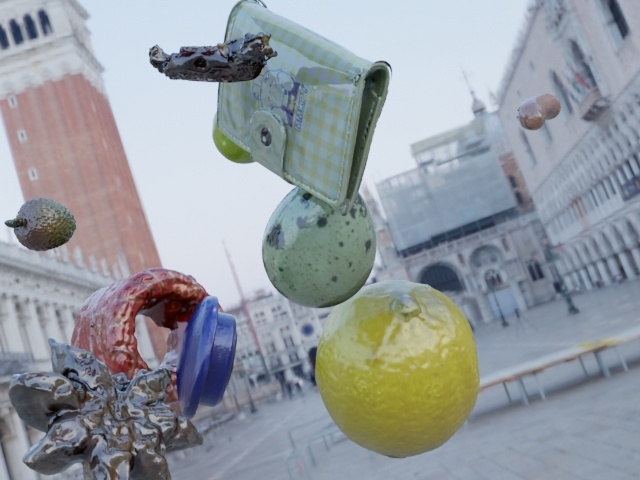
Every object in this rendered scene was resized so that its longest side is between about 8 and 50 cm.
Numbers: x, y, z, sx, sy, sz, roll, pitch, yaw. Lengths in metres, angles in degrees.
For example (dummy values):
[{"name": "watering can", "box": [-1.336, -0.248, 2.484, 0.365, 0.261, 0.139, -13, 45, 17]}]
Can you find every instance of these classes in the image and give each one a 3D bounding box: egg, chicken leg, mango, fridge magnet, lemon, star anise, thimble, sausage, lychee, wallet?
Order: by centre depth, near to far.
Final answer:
[{"name": "chicken leg", "box": [-0.117, -0.221, 0.917, 0.106, 0.051, 0.253, -4, 8, -37]}, {"name": "wallet", "box": [-0.037, -0.191, 1.052, 0.077, 0.309, 0.223, -7, -57, -37]}, {"name": "sausage", "box": [0.307, -0.182, 1.067, 0.043, 0.043, 0.186, -24, 3, 29]}, {"name": "star anise", "box": [-0.317, 0.265, 1.139, 0.315, 0.315, 0.108, -8, -32, -50]}, {"name": "egg", "box": [0.000, 0.000, 1.159, 0.177, 0.177, 0.228, -15, -42, -25]}, {"name": "lemon", "box": [0.142, 0.234, 1.407, 0.336, 0.335, 0.336, -18, -9, -3]}, {"name": "lychee", "box": [-0.571, -0.031, 1.551, 0.114, 0.114, 0.147, -25, -20, 33]}, {"name": "fridge magnet", "box": [-0.247, 0.250, 1.622, 0.113, 0.265, 0.265, 12, -17, -12]}, {"name": "mango", "box": [-0.125, -0.286, 1.645, 0.273, 0.149, 0.185, -57, -13, -13]}, {"name": "thimble", "box": [-0.422, 0.241, 1.865, 0.350, 0.349, 0.231, -9, -12, -46]}]
